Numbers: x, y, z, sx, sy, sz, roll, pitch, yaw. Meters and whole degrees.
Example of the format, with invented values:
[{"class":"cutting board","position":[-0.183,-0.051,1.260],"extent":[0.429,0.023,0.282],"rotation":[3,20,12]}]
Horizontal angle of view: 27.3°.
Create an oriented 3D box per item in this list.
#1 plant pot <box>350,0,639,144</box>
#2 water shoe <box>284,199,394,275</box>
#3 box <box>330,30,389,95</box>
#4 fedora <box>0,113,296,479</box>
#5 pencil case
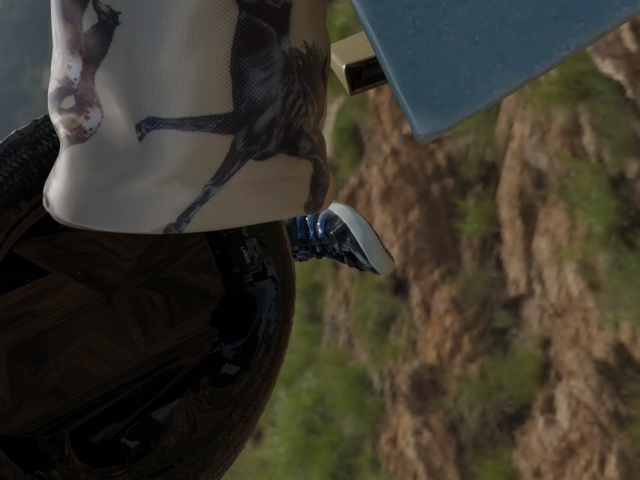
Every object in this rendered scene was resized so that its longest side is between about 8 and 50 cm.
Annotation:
[{"class":"plant pot","position":[0.109,-0.226,0.434],"extent":[0.252,0.247,0.248],"rotation":[58,145,-2]},{"class":"water shoe","position":[0.000,0.000,1.344],"extent":[0.080,0.073,0.203],"rotation":[-42,37,-8]},{"class":"box","position":[0.085,-0.138,0.847],"extent":[0.201,0.164,0.021],"rotation":[-103,-6,-77]},{"class":"fedora","position":[-0.173,0.050,0.916],"extent":[0.152,0.334,0.334],"rotation":[7,86,41]},{"class":"pencil case","position":[-0.085,-0.192,0.691],"extent":[0.183,0.160,0.410],"rotation":[16,116,44]}]
